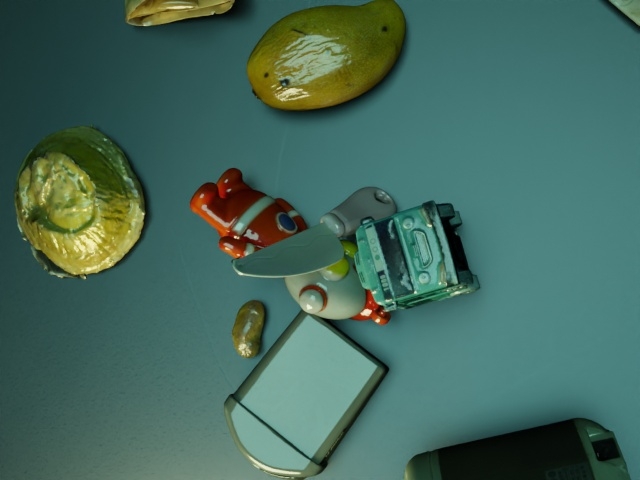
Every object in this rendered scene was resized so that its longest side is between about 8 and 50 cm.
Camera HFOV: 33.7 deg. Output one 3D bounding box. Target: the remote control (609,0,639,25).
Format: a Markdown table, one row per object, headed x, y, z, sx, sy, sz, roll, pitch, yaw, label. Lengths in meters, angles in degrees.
| x | y | z | sx | sy | sz | roll | pitch | yaw | label |
| --- | --- | --- | --- | --- | --- | --- | --- | --- | --- |
| 0.436 | -0.419 | 1.575 | 0.230 | 0.049 | 0.090 | 48 | 124 | 10 | remote control |

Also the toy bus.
| x | y | z | sx | sy | sz | roll | pitch | yaw | label |
| --- | --- | --- | --- | --- | --- | --- | --- | --- | --- |
| 0.136 | 0.028 | 1.489 | 0.147 | 0.256 | 0.128 | -18 | 81 | 11 | toy bus |

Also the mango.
| x | y | z | sx | sy | sz | roll | pitch | yaw | label |
| --- | --- | --- | --- | --- | --- | --- | --- | --- | --- |
| 0.010 | -0.288 | 1.616 | 0.262 | 0.109 | 0.157 | -25 | 77 | 6 | mango |

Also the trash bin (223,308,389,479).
| x | y | z | sx | sy | sz | roll | pitch | yaw | label |
| --- | --- | --- | --- | --- | --- | --- | --- | --- | --- |
| -0.028 | 0.239 | 1.582 | 0.176 | 0.101 | 0.236 | 37 | 89 | 13 | trash bin |

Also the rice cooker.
| x | y | z | sx | sy | sz | roll | pitch | yaw | label |
| --- | --- | --- | --- | --- | --- | --- | --- | --- | --- |
| 0.261 | 0.415 | 1.392 | 0.325 | 0.335 | 0.335 | -14 | 82 | 7 | rice cooker |

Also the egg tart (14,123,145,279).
| x | y | z | sx | sy | sz | roll | pitch | yaw | label |
| --- | --- | --- | --- | --- | --- | --- | --- | --- | --- |
| -0.395 | -0.064 | 1.683 | 0.231 | 0.098 | 0.252 | 0 | 88 | 14 | egg tart |

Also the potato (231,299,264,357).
| x | y | z | sx | sy | sz | roll | pitch | yaw | label |
| --- | --- | --- | --- | --- | --- | --- | --- | --- | --- |
| -0.112 | 0.137 | 1.632 | 0.046 | 0.045 | 0.092 | 9 | 89 | -25 | potato |

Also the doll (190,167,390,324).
| x | y | z | sx | sy | sz | roll | pitch | yaw | label |
| --- | --- | --- | --- | --- | --- | --- | --- | --- | --- |
| -0.034 | 0.017 | 1.561 | 0.336 | 0.200 | 0.105 | 38 | 121 | 8 | doll |

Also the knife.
| x | y | z | sx | sy | sz | roll | pitch | yaw | label |
| --- | --- | --- | --- | --- | --- | --- | --- | --- | --- |
| 0.002 | 0.002 | 1.504 | 0.081 | 0.336 | 0.043 | 43 | 132 | 16 | knife |

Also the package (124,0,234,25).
| x | y | z | sx | sy | sz | roll | pitch | yaw | label |
| --- | --- | --- | --- | --- | --- | --- | --- | --- | --- |
| -0.210 | -0.513 | 1.677 | 0.165 | 0.221 | 0.311 | 2 | 81 | -29 | package |
